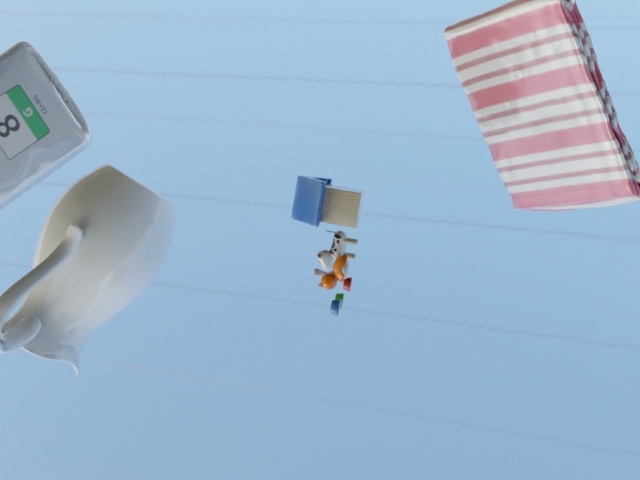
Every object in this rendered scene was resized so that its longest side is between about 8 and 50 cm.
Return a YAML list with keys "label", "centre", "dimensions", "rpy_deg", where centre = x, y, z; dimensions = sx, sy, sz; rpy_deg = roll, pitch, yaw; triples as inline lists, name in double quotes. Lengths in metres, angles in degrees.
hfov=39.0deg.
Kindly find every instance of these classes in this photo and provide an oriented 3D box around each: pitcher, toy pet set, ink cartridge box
- label: "pitcher"
  centre: [-0.242, 0.026, 0.900]
  dimensions: [0.125, 0.178, 0.207]
  rpy_deg: [32, -93, 10]
- label: "toy pet set"
  centre: [0.000, 0.000, 0.857]
  dimensions: [0.065, 0.114, 0.122]
  rpy_deg: [10, -172, 6]
- label: "ink cartridge box"
  centre: [-0.219, 0.015, 0.350]
  dimensions: [0.181, 0.056, 0.225]
  rpy_deg: [-10, -150, 47]

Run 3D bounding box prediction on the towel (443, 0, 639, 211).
- label: "towel"
  centre: [0.195, -0.117, 0.796]
  dimensions: [0.029, 0.197, 0.144]
  rpy_deg: [-34, -164, -31]
